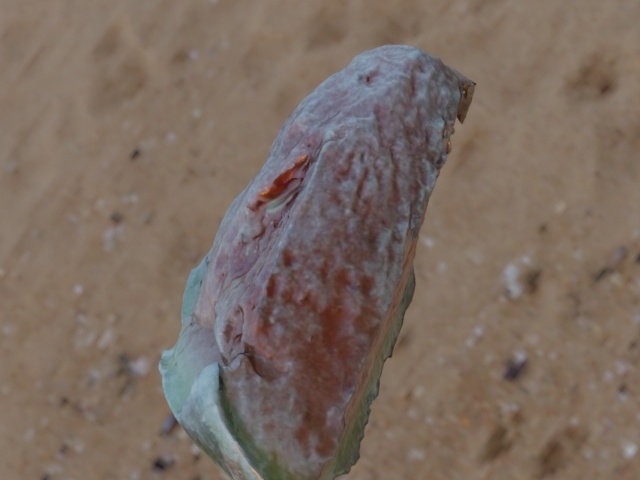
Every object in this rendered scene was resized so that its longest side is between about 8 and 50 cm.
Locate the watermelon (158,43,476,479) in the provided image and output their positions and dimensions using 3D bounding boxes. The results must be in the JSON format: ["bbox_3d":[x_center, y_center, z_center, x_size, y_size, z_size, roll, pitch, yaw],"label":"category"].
[{"bbox_3d":[0.000,0.000,0.594,0.187,0.071,0.139,-60,-9,-69],"label":"watermelon"}]
